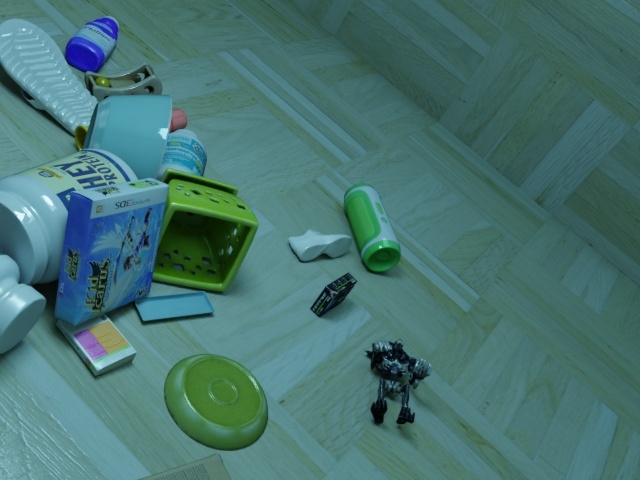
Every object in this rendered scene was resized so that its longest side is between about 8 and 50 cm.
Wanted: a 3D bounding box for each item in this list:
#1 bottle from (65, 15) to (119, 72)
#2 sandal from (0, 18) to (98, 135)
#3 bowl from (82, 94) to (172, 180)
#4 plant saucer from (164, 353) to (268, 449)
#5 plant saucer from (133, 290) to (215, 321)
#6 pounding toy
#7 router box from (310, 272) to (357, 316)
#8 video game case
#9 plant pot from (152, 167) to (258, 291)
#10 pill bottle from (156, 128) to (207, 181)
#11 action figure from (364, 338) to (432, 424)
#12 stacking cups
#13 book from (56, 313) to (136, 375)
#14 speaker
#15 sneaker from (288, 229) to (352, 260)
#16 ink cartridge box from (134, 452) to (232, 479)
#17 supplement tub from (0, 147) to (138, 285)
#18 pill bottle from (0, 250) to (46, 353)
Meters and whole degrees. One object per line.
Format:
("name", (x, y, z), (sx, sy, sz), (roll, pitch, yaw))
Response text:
("bottle", (-0.708, -0.632, 2.272), (0.118, 0.092, 0.283), (27, 34, -14))
("sandal", (-0.756, -0.426, 1.978), (0.416, 0.102, 0.169), (51, 50, 3))
("bowl", (-0.488, -0.230, 1.759), (0.163, 0.312, 0.312), (15, 38, -24))
("plant saucer", (-0.213, 0.331, 1.531), (0.240, 0.037, 0.241), (22, 35, -16))
("plant saucer", (-0.339, 0.154, 1.665), (0.192, 0.018, 0.067), (-3, 48, -42))
("pounding toy", (-0.538, -0.418, 2.093), (0.269, 0.154, 0.155), (-4, 49, -43))
("router box", (0.037, 0.146, 1.931), (0.038, 0.092, 0.122), (44, 35, 14))
("video game case", (-0.430, 0.017, 1.496), (0.061, 0.270, 0.244), (20, 19, 20))
("plant pot", (-0.309, -0.036, 1.753), (0.227, 0.228, 0.207), (13, 31, -29))
("pill bottle", (-0.388, -0.198, 1.951), (0.146, 0.146, 0.264), (22, 35, -17))
("action figure", (0.194, 0.326, 1.799), (0.164, 0.141, 0.276), (17, 37, -5))
("stacking cups", (-0.505, -0.302, 1.970), (0.316, 0.096, 0.096), (-23, 62, -39))
("book", (-0.462, 0.204, 1.481), (0.144, 0.035, 0.096), (46, 36, 20))
("speaker", (0.158, -0.044, 2.243), (0.131, 0.131, 0.297), (14, 38, -28))
("sneaker", (0.000, 0.000, 2.108), (0.212, 0.080, 0.094), (-6, 39, -43))
("ink cartridge box", (-0.218, 0.513, 1.248), (0.193, 0.088, 0.235), (-3, 47, -45))
("supplement tub", (-0.560, -0.049, 1.532), (0.235, 0.235, 0.325), (39, 33, 8))
("pill bottle", (-0.681, 0.066, 1.334), (0.318, 0.176, 0.176), (36, 33, 2))
